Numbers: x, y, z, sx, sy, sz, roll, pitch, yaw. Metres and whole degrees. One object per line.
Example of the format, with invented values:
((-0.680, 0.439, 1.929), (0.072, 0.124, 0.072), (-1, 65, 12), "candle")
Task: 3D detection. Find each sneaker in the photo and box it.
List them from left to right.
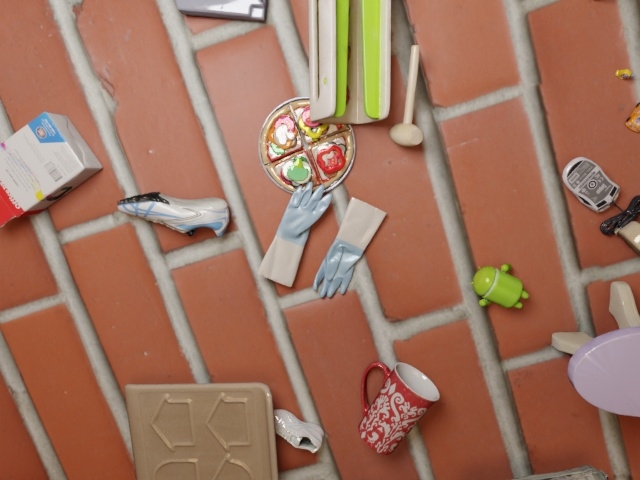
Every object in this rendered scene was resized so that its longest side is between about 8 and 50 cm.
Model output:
((-0.306, -0.052, 0.968), (0.237, 0.085, 0.086), (6, 108, 5), "sneaker")
((-0.064, 0.428, 1.054), (0.152, 0.061, 0.054), (20, 102, 0), "sneaker")

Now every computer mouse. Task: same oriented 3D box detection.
((0.560, -0.098, 0.941), (0.193, 0.042, 0.106), (39, 104, -10), "computer mouse")

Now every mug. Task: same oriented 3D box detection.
((0.155, 0.358, 1.024), (0.113, 0.150, 0.169), (19, 108, -38), "mug")

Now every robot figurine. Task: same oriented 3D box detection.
((0.368, 0.096, 0.970), (0.115, 0.067, 0.101), (25, 109, -2), "robot figurine")

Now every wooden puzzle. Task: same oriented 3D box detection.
((-0.261, 0.466, 1.063), (0.347, 0.080, 0.322), (-1, 100, 9), "wooden puzzle")

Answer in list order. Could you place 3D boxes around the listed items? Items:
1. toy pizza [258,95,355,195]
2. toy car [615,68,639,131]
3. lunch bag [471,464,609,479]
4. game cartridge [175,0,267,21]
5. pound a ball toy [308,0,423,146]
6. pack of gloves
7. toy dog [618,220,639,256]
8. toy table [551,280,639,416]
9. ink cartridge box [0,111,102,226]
((-0.029, -0.191, 0.954), (0.201, 0.032, 0.202), (0, 100, 2), "toy pizza")
((0.604, -0.270, 0.906), (0.060, 0.040, 0.122), (-42, 96, 9), "toy car")
((0.478, 0.630, 1.000), (0.304, 0.212, 0.256), (-11, 83, 4), "lunch bag")
((-0.190, -0.578, 0.882), (0.195, 0.060, 0.295), (6, 100, -2), "game cartridge")
((0.080, -0.339, 0.890), (0.208, 0.135, 0.320), (-5, 100, -25), "pound a ball toy")
((0.000, 0.000, 0.993), (0.195, 0.046, 0.232), (23, 104, -13), "pack of gloves")
((0.741, 0.055, 0.878), (0.333, 0.161, 0.220), (26, 116, -5), "toy dog")
((0.613, 0.224, 0.927), (0.274, 0.161, 0.252), (9, 105, 4), "toy table")
((-0.593, -0.142, 0.964), (0.231, 0.078, 0.134), (-32, 97, 8), "ink cartridge box")
